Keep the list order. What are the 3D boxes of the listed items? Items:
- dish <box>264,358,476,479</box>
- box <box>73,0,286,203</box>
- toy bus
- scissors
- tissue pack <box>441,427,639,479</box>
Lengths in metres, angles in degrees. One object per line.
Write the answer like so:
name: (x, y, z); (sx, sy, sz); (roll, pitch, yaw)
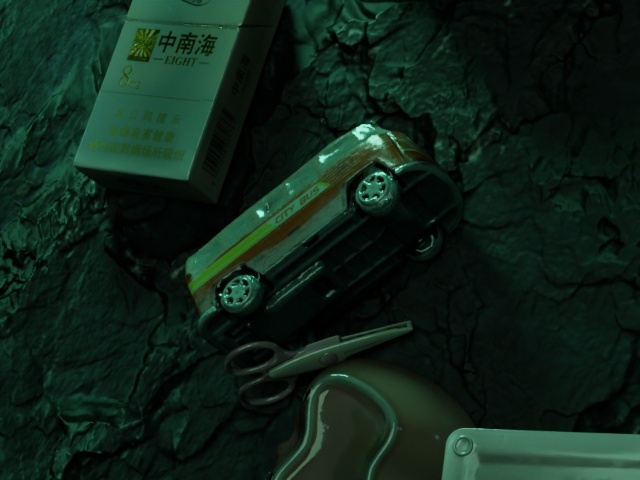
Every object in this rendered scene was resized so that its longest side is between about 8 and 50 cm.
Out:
dish: (0.026, 0.195, 1.399); (0.213, 0.090, 0.213); (-11, 64, 23)
box: (-0.145, -0.167, 1.670); (0.155, 0.067, 0.243); (8, 73, 29)
toy bus: (0.000, 0.000, 1.491); (0.265, 0.121, 0.120); (-39, 46, 8)
scissors: (0.001, 0.105, 1.476); (0.176, 0.085, 0.022); (-18, 43, 4)
tissue pack: (0.223, 0.238, 1.247); (0.246, 0.136, 0.160); (-1, 67, 28)
